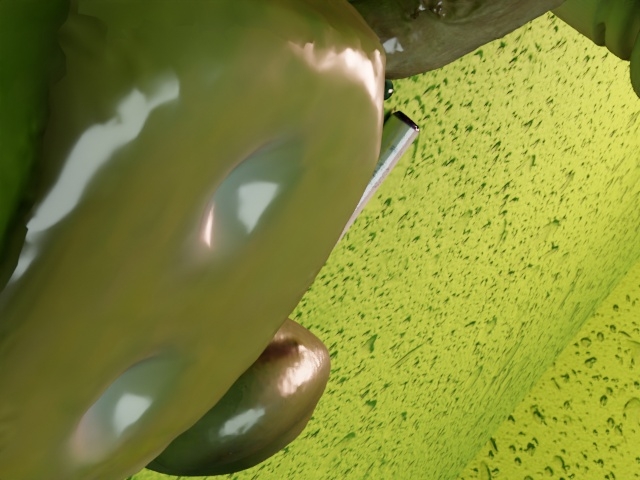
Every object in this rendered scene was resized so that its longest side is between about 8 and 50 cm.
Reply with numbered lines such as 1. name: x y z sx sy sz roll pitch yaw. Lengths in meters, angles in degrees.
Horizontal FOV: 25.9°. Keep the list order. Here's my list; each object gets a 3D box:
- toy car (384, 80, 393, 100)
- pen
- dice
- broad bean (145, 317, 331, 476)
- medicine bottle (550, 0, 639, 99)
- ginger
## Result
1. toy car: 0.046 -0.147 1.078 0.059 0.035 0.122 -8 136 -55
2. pen: 0.000 0.000 1.240 0.269 0.033 0.033 -54 160 7
3. dice: -0.133 -0.047 0.557 0.233 0.238 0.227 -57 159 17
4. broad bean: -0.080 0.131 1.172 0.189 0.121 0.263 -24 167 -7
5. medicine bottle: 0.370 -0.221 1.237 0.256 0.325 0.256 -43 160 -20
6. ginger: 0.076 -0.157 0.981 0.213 0.074 0.137 -27 162 13
